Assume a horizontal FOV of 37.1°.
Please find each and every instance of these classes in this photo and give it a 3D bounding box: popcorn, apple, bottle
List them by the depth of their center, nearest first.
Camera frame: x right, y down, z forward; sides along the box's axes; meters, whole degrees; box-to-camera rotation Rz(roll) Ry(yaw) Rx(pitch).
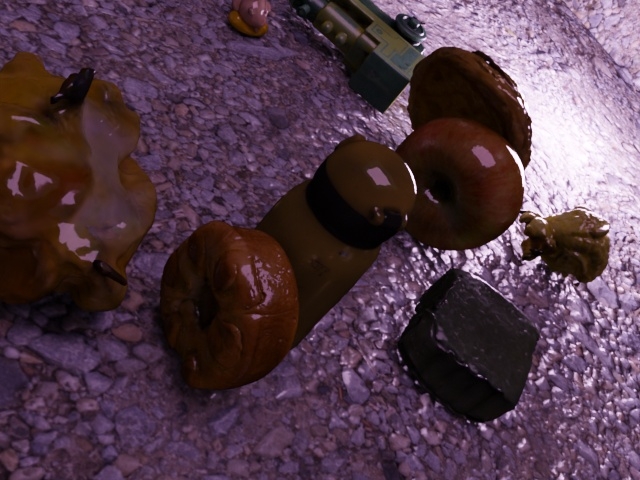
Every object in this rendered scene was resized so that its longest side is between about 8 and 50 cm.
[{"bbox_3d":[-0.353,-0.071,1.207,0.297,0.281,0.315,30,64,-48],"label":"popcorn"},{"bbox_3d":[0.000,0.000,1.362,0.171,0.351,0.171,27,38,-23],"label":"bottle"},{"bbox_3d":[0.263,-0.111,1.818,0.264,0.264,0.264,26,38,-22],"label":"apple"},{"bbox_3d":[0.520,0.006,2.045,0.195,0.168,0.173,2,60,4],"label":"popcorn"}]

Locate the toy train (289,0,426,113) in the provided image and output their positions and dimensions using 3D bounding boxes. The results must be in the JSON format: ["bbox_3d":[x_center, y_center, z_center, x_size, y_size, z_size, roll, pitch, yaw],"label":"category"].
[{"bbox_3d":[0.075,-0.474,2.122,0.369,0.150,0.237,40,41,-1],"label":"toy train"}]

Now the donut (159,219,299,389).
[{"bbox_3d":[-0.124,0.087,1.273,0.114,0.226,0.226,2,51,-38],"label":"donut"}]

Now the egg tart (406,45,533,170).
[{"bbox_3d":[0.320,-0.257,1.958,0.129,0.341,0.341,-34,78,-26],"label":"egg tart"}]

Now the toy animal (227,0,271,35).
[{"bbox_3d":[-0.135,-0.475,1.966,0.091,0.082,0.114,27,37,-23],"label":"toy animal"}]

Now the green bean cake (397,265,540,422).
[{"bbox_3d":[0.248,0.177,1.618,0.222,0.125,0.227,41,37,-6],"label":"green bean cake"}]
